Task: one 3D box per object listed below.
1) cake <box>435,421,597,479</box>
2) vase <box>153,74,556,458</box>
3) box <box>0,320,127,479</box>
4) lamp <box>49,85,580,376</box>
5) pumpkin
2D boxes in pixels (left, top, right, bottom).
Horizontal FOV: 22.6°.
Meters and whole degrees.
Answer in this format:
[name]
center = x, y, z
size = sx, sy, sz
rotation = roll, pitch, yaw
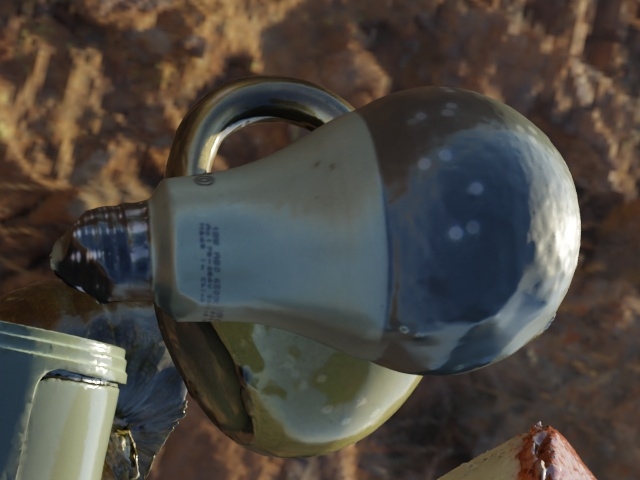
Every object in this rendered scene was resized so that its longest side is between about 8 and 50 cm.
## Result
[cake]
center = 0.172, 0.256, 1.195
size = 0.262, 0.158, 0.159
rotation = 33, 36, -42
[vase]
center = 0.002, -0.002, 1.366
size = 0.302, 0.329, 0.241
rotation = -28, 166, -22
[box]
center = -0.253, 0.127, 1.085
size = 0.226, 0.226, 0.149
rotation = 20, 77, -54
[lamp]
center = 0.011, -0.007, 0.968
size = 0.314, 0.182, 0.182
rotation = 1, 104, -27
[pumpkin]
center = -0.283, 0.180, 1.694
size = 0.232, 0.242, 0.325
rotation = 19, 97, -34
